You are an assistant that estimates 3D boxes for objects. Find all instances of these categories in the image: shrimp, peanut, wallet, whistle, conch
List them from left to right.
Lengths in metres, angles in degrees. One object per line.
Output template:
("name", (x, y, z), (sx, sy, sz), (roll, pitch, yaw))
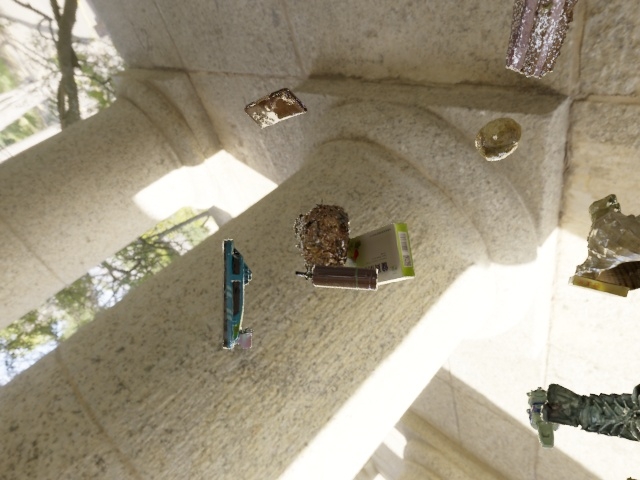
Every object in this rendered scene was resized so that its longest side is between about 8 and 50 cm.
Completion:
("wallet", (-0.130, -0.363, 1.153), (0.176, 0.026, 0.095), (-4, 149, 40))
("peanut", (0.626, -0.358, 1.455), (0.140, 0.159, 0.109), (66, -167, 10))
("whistle", (0.777, 0.606, 1.446), (0.110, 0.244, 0.092), (-9, 117, 27))
("conch", (0.908, 0.033, 1.222), (0.263, 0.186, 0.324), (36, 155, 11))
("shrimp", (0.571, 0.294, 0.699), (0.166, 0.221, 0.410), (23, 157, -2))

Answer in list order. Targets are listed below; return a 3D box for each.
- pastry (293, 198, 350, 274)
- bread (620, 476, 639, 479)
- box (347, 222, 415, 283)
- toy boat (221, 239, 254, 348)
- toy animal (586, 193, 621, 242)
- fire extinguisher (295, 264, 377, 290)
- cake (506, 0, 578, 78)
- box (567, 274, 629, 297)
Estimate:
("pastry", (0.000, 0.000, 1.371), (0.193, 0.274, 0.274), (8, 147, 3))
("bread", (0.567, 0.655, 0.847), (0.233, 0.244, 0.361), (33, 148, 1))
("box", (0.189, 0.057, 1.380), (0.261, 0.062, 0.175), (-21, 72, 52))
("toy boat", (-0.231, 0.146, 1.161), (0.134, 0.092, 0.298), (152, 118, -77))
("toy animal", (0.960, -0.066, 1.408), (0.101, 0.218, 0.103), (-12, 132, 39))
("fire extinguisher", (0.034, 0.073, 0.824), (0.157, 0.045, 0.078), (2, 168, 10))
("cake", (0.474, -0.507, 0.891), (0.113, 0.116, 0.295), (-109, 27, -75))
("box", (0.535, 0.089, 0.808), (0.089, 0.022, 0.156), (14, 180, 30))
